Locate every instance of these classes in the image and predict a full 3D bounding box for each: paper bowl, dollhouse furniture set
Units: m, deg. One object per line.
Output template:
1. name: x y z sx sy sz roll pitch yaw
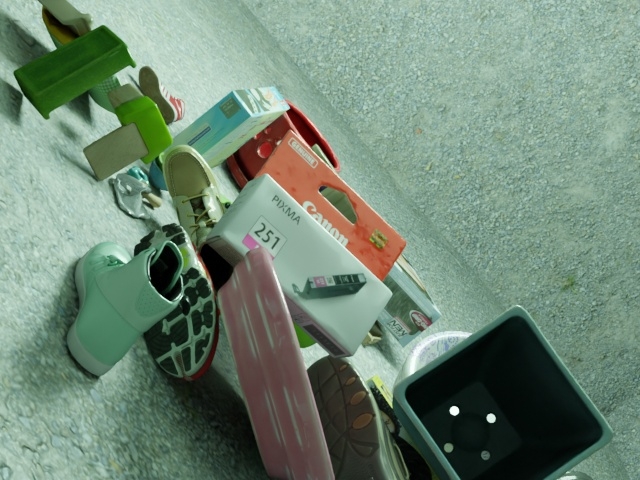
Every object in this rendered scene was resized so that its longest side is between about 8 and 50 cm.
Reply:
1. paper bowl: 0.273 0.322 2.195 0.284 0.148 0.284 13 40 -11
2. dollhouse furniture set: -0.378 -0.235 1.753 0.301 0.151 0.197 42 -19 46

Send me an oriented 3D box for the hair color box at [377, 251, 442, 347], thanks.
1. hair color box: 0.121 0.054 2.518 0.185 0.113 0.374 46 9 -27

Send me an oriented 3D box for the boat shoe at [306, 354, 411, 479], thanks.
1. boat shoe: 0.060 0.338 1.696 0.130 0.132 0.355 50 18 -58

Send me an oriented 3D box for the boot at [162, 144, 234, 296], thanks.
1. boot: -0.178 -0.030 1.737 0.165 0.077 0.213 -115 -173 -69

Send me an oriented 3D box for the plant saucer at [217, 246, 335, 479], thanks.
1. plant saucer: -0.064 0.176 1.509 0.332 0.084 0.332 165 -90 -85

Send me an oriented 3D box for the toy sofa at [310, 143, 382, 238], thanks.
1. toy sofa: -0.013 -0.049 1.981 0.177 0.150 0.362 53 3 -6

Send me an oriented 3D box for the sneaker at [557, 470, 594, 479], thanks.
1. sneaker: 0.364 0.478 1.999 0.130 0.286 0.109 -127 -157 -73

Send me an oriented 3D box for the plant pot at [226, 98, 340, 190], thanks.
1. plant pot: -0.083 -0.163 2.324 0.191 0.174 0.191 50 14 -17

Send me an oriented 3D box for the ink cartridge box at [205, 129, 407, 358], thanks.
1. ink cartridge box: 0.000 0.000 1.721 0.275 0.239 0.060 43 -28 -17

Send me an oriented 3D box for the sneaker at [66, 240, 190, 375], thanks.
1. sneaker: -0.217 0.047 1.390 0.094 0.151 0.256 45 14 -24

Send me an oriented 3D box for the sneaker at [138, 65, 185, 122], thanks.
1. sneaker: -0.296 -0.273 2.167 0.118 0.042 0.067 62 18 3

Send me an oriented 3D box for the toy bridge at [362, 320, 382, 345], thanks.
1. toy bridge: 0.103 0.179 2.408 0.063 0.026 0.188 51 13 -10

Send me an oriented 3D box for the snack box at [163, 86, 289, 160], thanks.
1. snack box: -0.172 -0.198 2.083 0.060 0.187 0.322 53 13 -1

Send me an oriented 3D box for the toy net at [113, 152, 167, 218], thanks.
1. toy net: -0.278 -0.104 1.796 0.122 0.045 0.232 51 14 -10

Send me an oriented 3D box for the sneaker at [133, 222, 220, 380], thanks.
1. sneaker: -0.172 0.089 1.556 0.118 0.107 0.279 54 12 -39

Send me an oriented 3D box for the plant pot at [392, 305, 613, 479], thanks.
1. plant pot: 0.263 0.289 1.834 0.248 0.247 0.252 55 -13 10

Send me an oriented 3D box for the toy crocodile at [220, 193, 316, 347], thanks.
1. toy crocodile: -0.106 0.035 1.894 0.340 0.105 0.115 56 14 15

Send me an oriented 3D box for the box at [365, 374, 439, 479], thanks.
1. box: 0.125 0.345 1.940 0.232 0.087 0.058 53 11 5

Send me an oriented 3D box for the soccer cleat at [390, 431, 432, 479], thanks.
1. soccer cleat: 0.160 0.445 1.819 0.318 0.109 0.116 52 -17 27
